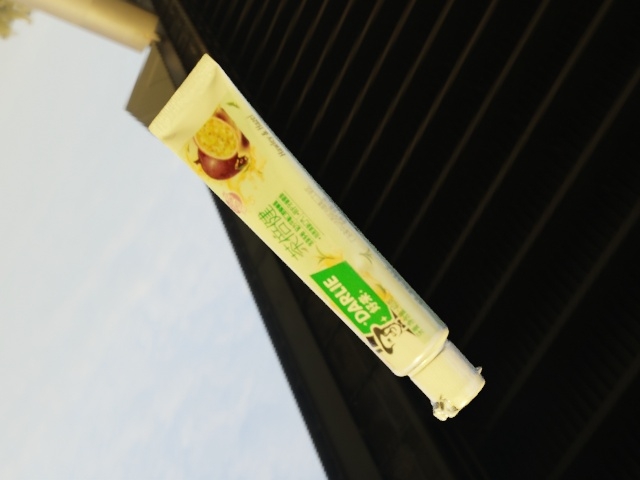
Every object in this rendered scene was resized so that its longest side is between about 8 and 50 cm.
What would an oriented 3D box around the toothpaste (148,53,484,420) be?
[{"bbox_3d":[0.000,0.000,0.654,0.058,0.314,0.056,-43,175,-19],"label":"toothpaste"}]
